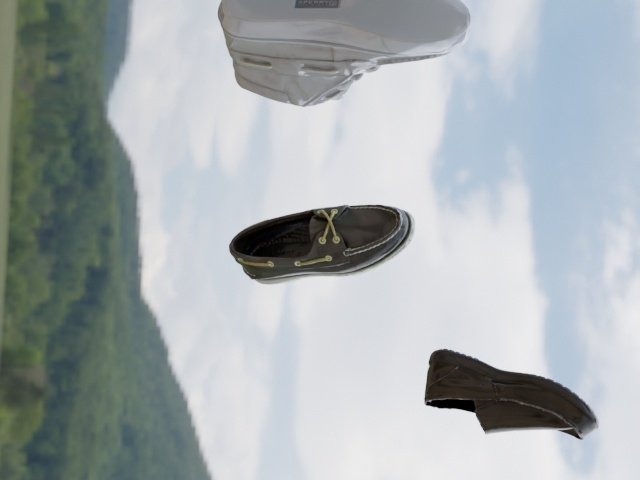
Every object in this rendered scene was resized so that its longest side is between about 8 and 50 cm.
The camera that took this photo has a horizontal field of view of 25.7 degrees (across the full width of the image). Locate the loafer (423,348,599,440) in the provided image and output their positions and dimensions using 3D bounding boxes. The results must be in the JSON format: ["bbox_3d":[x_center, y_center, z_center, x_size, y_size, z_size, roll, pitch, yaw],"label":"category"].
[{"bbox_3d":[0.216,0.195,1.629,0.078,0.220,0.080,-63,147,-18],"label":"loafer"}]

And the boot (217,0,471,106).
[{"bbox_3d":[0.028,-0.198,1.441,0.123,0.258,0.095,81,21,-51],"label":"boot"}]

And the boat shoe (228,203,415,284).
[{"bbox_3d":[0.000,0.000,1.674,0.068,0.227,0.081,41,41,-52],"label":"boat shoe"}]
